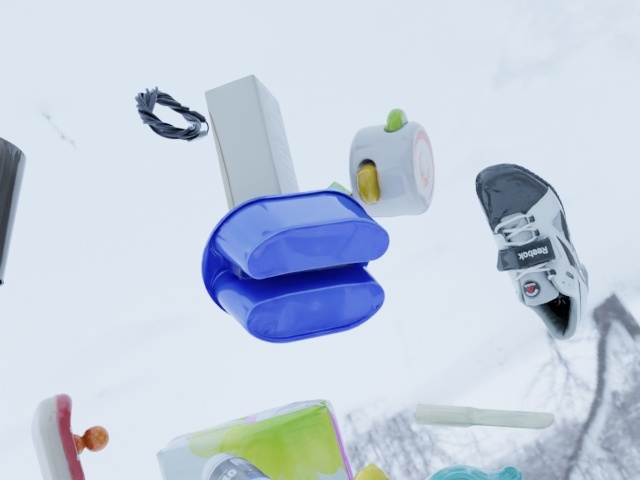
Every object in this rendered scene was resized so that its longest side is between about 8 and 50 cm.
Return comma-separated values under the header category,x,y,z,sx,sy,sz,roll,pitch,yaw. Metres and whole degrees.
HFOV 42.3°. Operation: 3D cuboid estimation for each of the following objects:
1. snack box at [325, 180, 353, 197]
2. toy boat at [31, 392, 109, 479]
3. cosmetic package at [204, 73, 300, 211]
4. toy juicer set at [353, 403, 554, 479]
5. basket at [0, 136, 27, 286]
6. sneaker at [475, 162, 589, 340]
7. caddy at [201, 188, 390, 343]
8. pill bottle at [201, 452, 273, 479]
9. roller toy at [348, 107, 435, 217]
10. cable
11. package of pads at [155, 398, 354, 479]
category,x,y,z,sx,sy,sz,roll,pitch,yaw
snack box,0.000,0.000,1.825,0.207,0.070,0.174,-40,140,-15
toy boat,-0.540,0.447,1.820,0.151,0.231,0.151,-13,170,-33
cosmetic package,-0.123,-0.148,1.635,0.113,0.309,0.160,-18,163,12
toy juicer set,0.154,0.339,1.095,0.329,0.209,0.089,-54,148,-31
basket,-0.583,-0.056,1.366,0.204,0.227,0.154,9,158,9
sneaker,0.354,0.025,1.353,0.122,0.330,0.146,-22,-153,32
caddy,-0.039,0.040,1.481,0.341,0.179,0.241,-8,116,-25
pill bottle,-0.115,0.356,1.182,0.078,0.078,0.137,-16,-167,-28
roller toy,0.140,-0.139,1.673,0.146,0.209,0.191,-4,150,23
cable,-0.306,-0.258,1.679,0.047,0.150,0.184,-47,175,23
package of pads,-0.095,0.393,1.326,0.296,0.229,0.101,-17,176,2
